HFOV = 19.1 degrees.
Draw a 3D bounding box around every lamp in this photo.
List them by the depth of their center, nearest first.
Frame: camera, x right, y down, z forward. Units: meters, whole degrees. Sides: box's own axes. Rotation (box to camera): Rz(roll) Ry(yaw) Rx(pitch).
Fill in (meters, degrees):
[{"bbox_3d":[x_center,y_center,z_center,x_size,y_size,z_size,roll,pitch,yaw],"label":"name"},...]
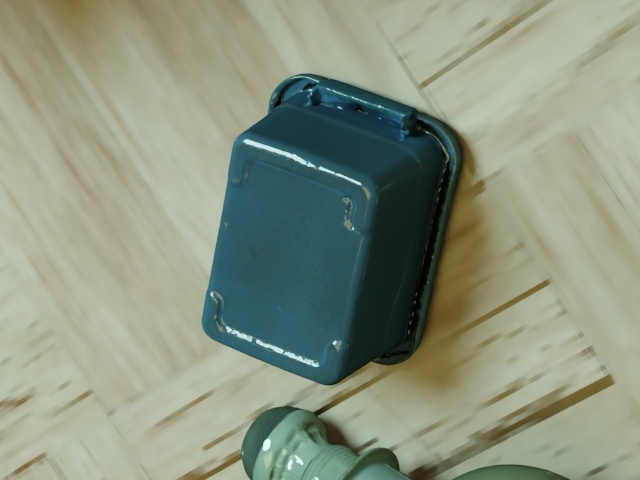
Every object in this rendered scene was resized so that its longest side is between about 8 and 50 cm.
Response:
[{"bbox_3d":[0.034,0.104,0.668,0.163,0.091,0.091,30,121,33],"label":"lamp"}]

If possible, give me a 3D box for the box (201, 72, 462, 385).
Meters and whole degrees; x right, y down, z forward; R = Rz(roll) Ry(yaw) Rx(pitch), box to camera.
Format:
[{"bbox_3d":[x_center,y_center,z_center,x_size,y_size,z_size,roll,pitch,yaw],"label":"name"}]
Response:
[{"bbox_3d":[0.000,0.000,0.656,0.074,0.054,0.099,20,117,19],"label":"box"}]
